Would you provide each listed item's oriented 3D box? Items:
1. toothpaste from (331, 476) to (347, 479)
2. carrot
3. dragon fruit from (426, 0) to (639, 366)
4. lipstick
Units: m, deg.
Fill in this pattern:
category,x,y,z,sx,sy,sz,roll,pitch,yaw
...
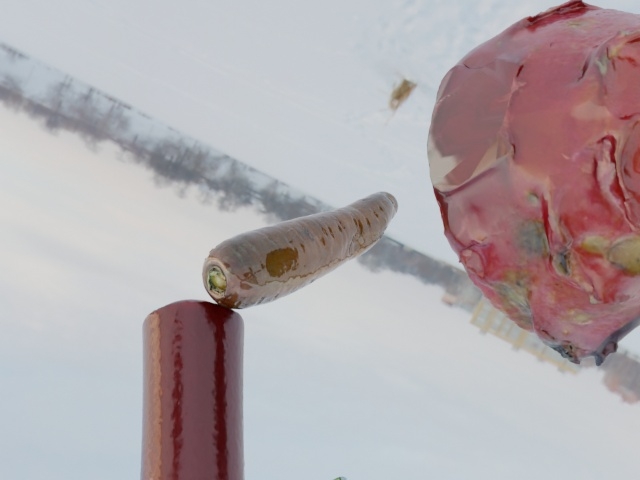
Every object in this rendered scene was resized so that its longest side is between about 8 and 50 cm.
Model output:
category,x,y,z,sx,sy,sz,roll,pitch,yaw
toothpaste,0.029,0.281,0.799,0.017,0.020,0.083,33,-150,-54
carrot,0.000,0.000,0.644,0.059,0.059,0.247,27,-150,29
dragon fruit,0.166,-0.053,0.527,0.189,0.262,0.163,4,168,2
lipstick,-0.087,0.159,0.540,0.080,0.241,0.080,-4,149,-2
